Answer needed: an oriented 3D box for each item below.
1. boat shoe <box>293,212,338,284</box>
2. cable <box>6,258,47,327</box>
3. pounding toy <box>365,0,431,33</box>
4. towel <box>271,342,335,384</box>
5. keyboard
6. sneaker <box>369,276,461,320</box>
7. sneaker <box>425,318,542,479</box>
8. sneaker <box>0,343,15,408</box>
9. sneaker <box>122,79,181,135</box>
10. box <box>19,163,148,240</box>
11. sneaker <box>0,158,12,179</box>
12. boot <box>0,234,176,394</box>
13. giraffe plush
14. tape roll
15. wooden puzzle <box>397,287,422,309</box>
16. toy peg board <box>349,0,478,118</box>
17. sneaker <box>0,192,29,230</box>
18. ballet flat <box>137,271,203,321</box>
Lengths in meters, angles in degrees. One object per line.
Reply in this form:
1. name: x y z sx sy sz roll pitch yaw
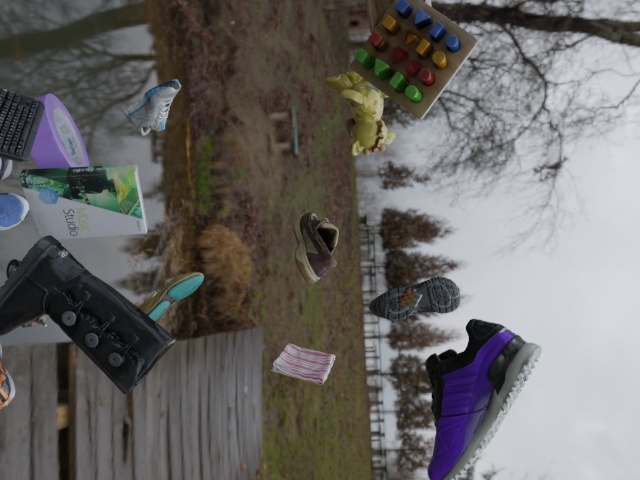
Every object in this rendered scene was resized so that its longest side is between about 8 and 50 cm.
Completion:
1. boat shoe: 0.000 0.000 1.741 0.123 0.123 0.342 57 13 -20
2. cable: -0.900 0.169 1.861 0.072 0.287 0.139 19 100 -49
3. pounding toy: 0.204 -0.569 1.348 0.094 0.206 0.181 -36 126 -35
4. towel: -0.042 0.324 1.619 0.197 0.144 0.029 -40 143 -76
5. keyboard: -0.510 -0.191 0.960 0.180 0.108 0.023 -106 -146 -48
6. sneaker: 0.268 0.166 1.723 0.130 0.286 0.109 159 -74 -66
7. sneaker: 0.226 0.252 0.976 0.102 0.146 0.293 -5 123 -57
8. sneaker: -0.945 0.299 1.648 0.321 0.125 0.180 43 -32 23
9. sneaker: -0.356 -0.289 1.329 0.071 0.191 0.083 -37 102 -44
10. box: -0.694 -0.112 1.794 0.058 0.322 0.232 -106 -166 -48
11. sneaker: -1.045 -0.306 1.768 0.210 0.137 0.365 -62 161 -52
12. boot: -0.671 0.257 1.655 0.367 0.445 0.146 -47 -173 22
13. giraffe plush: 0.112 -0.297 1.419 0.210 0.182 0.170 -103 -174 -60
14. tape roll: -0.827 -0.312 1.880 0.275 0.090 0.274 160 -90 -87
15. wooden puzzle: 0.231 0.152 1.558 0.083 0.049 0.006 -51 141 -41
16. toy peg board: 0.150 -0.318 1.012 0.160 0.161 0.079 -54 170 15
17. sneaker: -0.697 -0.051 1.208 0.081 0.211 0.080 -152 -127 -82
18. ballet flat: -0.448 0.154 1.752 0.073 0.232 0.080 48 -6 34
